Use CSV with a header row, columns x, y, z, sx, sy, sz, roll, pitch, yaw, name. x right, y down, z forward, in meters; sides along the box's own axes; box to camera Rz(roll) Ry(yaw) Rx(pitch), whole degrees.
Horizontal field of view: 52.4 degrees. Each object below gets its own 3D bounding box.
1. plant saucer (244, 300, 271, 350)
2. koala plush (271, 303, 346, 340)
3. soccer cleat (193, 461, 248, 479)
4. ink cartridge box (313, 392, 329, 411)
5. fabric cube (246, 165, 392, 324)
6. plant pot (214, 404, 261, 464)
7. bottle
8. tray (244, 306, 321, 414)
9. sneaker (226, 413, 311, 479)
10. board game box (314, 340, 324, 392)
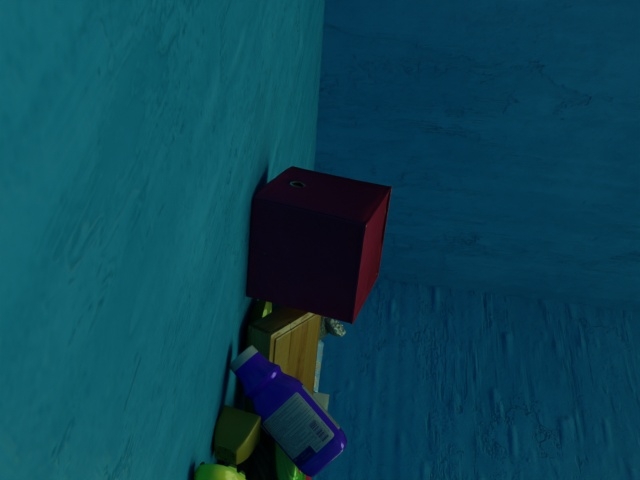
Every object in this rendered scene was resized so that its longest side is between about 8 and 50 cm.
x,y,z,sx,sy,sz,roll,pitch,yaw,name
-0.162,0.254,1.653,0.241,0.037,0.241,7,90,-87,plant saucer
-0.043,0.217,1.906,0.221,0.196,0.203,56,35,-35,koala plush
-0.180,0.492,1.140,0.121,0.093,0.289,-78,175,-47,soccer cleat
-0.094,0.568,2.110,0.233,0.171,0.168,139,-37,-69,ink cartridge box
0.000,0.000,1.511,0.254,0.258,0.259,-49,149,-60,fabric cube
-0.171,0.394,1.290,0.083,0.081,0.081,-62,162,-51,plant pot
-0.074,0.342,1.333,0.118,0.283,0.092,-43,173,3,bottle
-0.095,0.362,1.599,0.203,0.076,0.411,-25,128,-51,tray
-0.119,0.578,1.344,0.483,0.202,0.185,-94,161,-48,sneaker
-0.093,0.395,1.989,0.039,0.211,0.160,42,45,-42,board game box
